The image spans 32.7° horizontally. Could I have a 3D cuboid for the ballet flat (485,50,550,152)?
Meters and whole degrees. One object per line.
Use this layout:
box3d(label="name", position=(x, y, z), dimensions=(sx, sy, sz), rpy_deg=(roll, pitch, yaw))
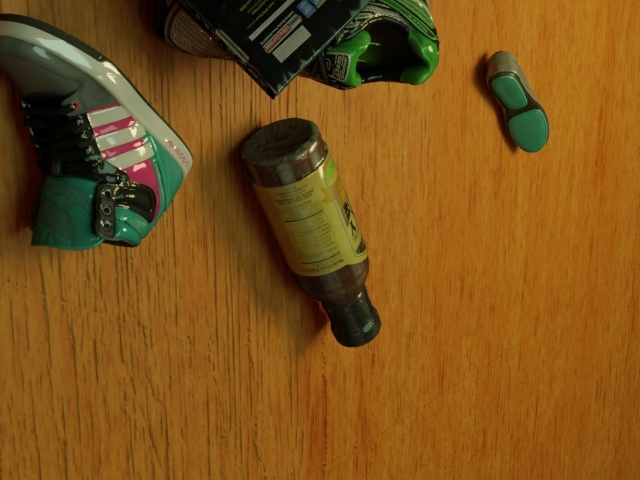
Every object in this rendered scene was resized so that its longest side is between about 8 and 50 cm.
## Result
box3d(label="ballet flat", position=(0.328, -0.231, 1.795), dimensions=(0.213, 0.072, 0.068), rpy_deg=(52, 32, -47))

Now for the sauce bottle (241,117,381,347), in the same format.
box3d(label="sauce bottle", position=(0.000, 0.000, 1.449), dimensions=(0.111, 0.111, 0.344), rpy_deg=(-48, 135, -29))

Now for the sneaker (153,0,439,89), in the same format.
box3d(label="sneaker", position=(-0.019, -0.247, 1.244), dimensions=(0.343, 0.146, 0.134), rpy_deg=(-1, 130, -17))

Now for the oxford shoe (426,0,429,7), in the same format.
box3d(label="oxford shoe", position=(0.078, -0.396, 1.368), dimensions=(0.146, 0.140, 0.397), rpy_deg=(-60, 151, -20))

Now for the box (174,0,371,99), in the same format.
box3d(label="box", position=(-0.026, -0.352, 1.149), dimensions=(0.257, 0.079, 0.322), rpy_deg=(44, 89, -7))

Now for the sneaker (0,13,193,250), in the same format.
box3d(label="sneaker", position=(-0.259, -0.081, 1.119), dimensions=(0.295, 0.123, 0.178), rpy_deg=(45, 58, -47))
